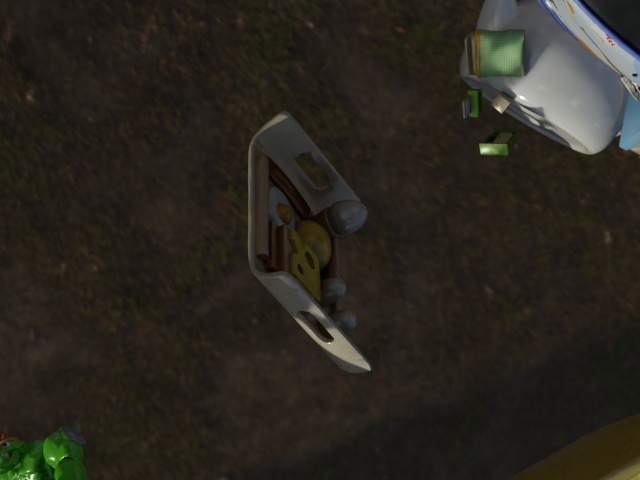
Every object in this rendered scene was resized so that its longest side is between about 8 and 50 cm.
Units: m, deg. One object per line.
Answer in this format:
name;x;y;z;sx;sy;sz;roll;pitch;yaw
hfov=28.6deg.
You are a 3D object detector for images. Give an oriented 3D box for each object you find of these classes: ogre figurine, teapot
ogre figurine;-0.296;0.262;1.286;0.096;0.118;0.197;16;143;-21
teapot;0.328;-0.244;1.690;0.187;0.252;0.256;-58;157;3

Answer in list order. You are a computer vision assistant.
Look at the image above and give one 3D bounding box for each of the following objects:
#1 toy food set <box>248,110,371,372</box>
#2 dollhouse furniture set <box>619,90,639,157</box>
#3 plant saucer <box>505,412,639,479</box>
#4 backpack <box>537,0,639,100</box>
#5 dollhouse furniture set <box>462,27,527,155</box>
toy food set;0.000;0.000;1.676;0.092;0.306;0.220;-24;132;20
dollhouse furniture set;0.488;-0.173;1.244;0.286;0.198;0.303;25;65;-13
plant saucer;0.099;0.257;0.686;0.332;0.081;0.333;-26;124;-13
backpack;0.250;-0.187;0.721;0.263;0.213;0.276;31;93;-12
dollhouse furniture set;0.217;-0.188;1.576;0.058;0.076;0.152;-44;133;-57
